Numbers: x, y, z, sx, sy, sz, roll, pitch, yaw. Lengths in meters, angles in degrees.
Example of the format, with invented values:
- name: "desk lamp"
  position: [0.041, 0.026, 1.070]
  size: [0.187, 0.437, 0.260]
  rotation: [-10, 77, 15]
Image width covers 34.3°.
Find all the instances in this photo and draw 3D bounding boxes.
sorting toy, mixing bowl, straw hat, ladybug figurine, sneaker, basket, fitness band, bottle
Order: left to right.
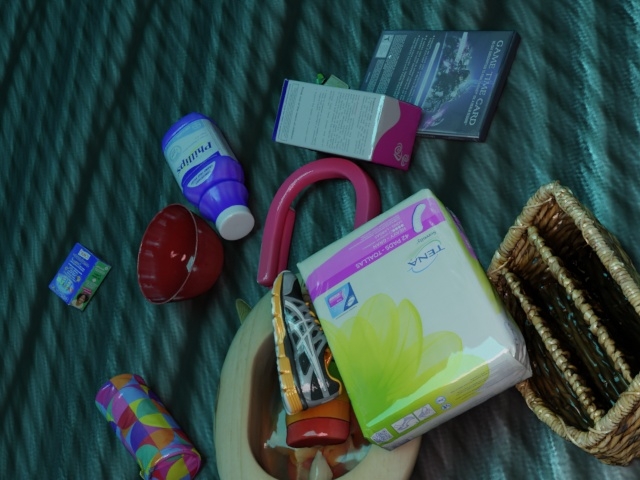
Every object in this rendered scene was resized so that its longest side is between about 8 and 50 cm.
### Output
- name: "mixing bowl"
  position: [-0.236, 0.032, 1.846]
  size: [0.181, 0.098, 0.181]
  rotation: [-17, 66, 44]
- name: "bottle"
  position: [-0.202, -0.116, 1.915]
  size: [0.118, 0.092, 0.283]
  rotation: [-40, 49, 11]
- name: "straw hat"
  position: [-0.077, 0.141, 1.682]
  size: [0.061, 0.144, 0.144]
  rotation: [-29, 45, -19]
- name: "sneaker"
  position: [-0.023, 0.137, 1.429]
  size: [0.083, 0.084, 0.214]
  rotation: [-9, 59, -2]
- name: "fitness band"
  position: [0.000, 0.000, 1.732]
  size: [0.209, 0.054, 0.290]
  rotation: [-7, 64, 32]
- name: "ladybug figurine"
  position: [0.007, 0.243, 1.493]
  size: [0.305, 0.162, 0.449]
  rotation: [-4, 56, 15]
- name: "sorting toy"
  position: [0.009, -0.274, 1.891]
  size: [0.062, 0.012, 0.083]
  rotation: [-52, 48, 4]
- name: "basket"
  position: [0.319, 0.114, 1.309]
  size: [0.213, 0.223, 0.299]
  rotation: [-37, 51, 16]

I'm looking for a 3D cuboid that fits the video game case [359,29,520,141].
- name: "video game case"
  position: [0.184, -0.265, 1.746]
  size: [0.274, 0.026, 0.196]
  rotation: [10, 74, 39]

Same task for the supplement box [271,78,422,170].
- name: "supplement box"
  position: [0.042, -0.194, 1.731]
  size: [0.220, 0.111, 0.114]
  rotation: [14, 93, 40]

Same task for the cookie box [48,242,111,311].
- name: "cookie box"
  position: [-0.478, 0.072, 2.061]
  size: [0.092, 0.040, 0.107]
  rotation: [32, 88, 43]

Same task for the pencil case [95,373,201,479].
- name: "pencil case"
  position: [-0.295, 0.326, 1.751]
  size: [0.104, 0.104, 0.236]
  rotation: [-50, 46, 5]

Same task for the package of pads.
- name: "package of pads"
  position: [0.123, 0.098, 1.369]
  size: [0.229, 0.101, 0.296]
  rotation: [-31, 54, 12]
